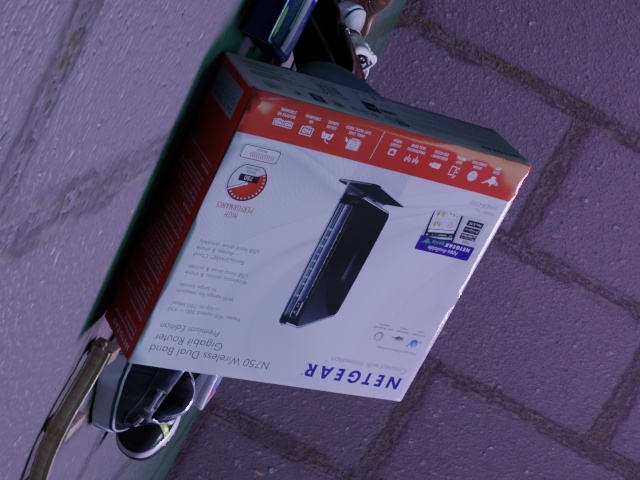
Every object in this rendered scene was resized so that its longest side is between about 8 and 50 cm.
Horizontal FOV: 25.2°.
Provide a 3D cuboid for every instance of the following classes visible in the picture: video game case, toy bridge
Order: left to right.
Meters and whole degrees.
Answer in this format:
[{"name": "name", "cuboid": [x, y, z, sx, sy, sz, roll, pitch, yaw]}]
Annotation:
[{"name": "toy bridge", "cuboid": [-0.253, 0.181, 1.422, 0.188, 0.026, 0.063, -63, 177, 11]}, {"name": "video game case", "cuboid": [-0.099, 0.085, 1.932, 0.285, 0.025, 0.204, -63, 180, 1]}]

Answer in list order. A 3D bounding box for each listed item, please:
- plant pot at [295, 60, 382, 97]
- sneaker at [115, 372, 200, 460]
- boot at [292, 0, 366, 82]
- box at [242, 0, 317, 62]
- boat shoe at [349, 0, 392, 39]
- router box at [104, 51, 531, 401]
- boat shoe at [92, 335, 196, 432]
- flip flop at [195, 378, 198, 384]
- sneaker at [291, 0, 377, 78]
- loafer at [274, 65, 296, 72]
[{"name": "plant pot", "cuboid": [-0.020, -0.026, 1.610, 0.196, 0.293, 0.293, -33, 166, -23]}, {"name": "sneaker", "cuboid": [-0.223, 0.187, 1.982, 0.234, 0.084, 0.097, -65, 159, -21]}, {"name": "boot", "cuboid": [0.023, -0.159, 1.680, 0.090, 0.248, 0.207, -20, 170, -3]}, {"name": "box", "cuboid": [-0.025, -0.248, 1.383, 0.136, 0.037, 0.225, -63, 180, 3]}, {"name": "boat shoe", "cuboid": [0.072, -0.367, 2.134, 0.178, 0.064, 0.060, -54, -169, 52]}, {"name": "router box", "cuboid": [0.000, 0.000, 1.414, 0.301, 0.336, 0.082, -64, -144, 21]}, {"name": "boat shoe", "cuboid": [-0.197, 0.173, 1.675, 0.108, 0.102, 0.301, -62, 178, -25]}, {"name": "flip flop", "cuboid": [-0.214, 0.218, 2.291, 0.112, 0.080, 0.277, -62, 178, -7]}, {"name": "sneaker", "cuboid": [0.031, -0.258, 2.002, 0.094, 0.091, 0.258, -64, 178, 33]}, {"name": "loafer", "cuboid": [-0.092, -0.060, 1.459, 0.267, 0.096, 0.084, -60, 172, 0]}]
